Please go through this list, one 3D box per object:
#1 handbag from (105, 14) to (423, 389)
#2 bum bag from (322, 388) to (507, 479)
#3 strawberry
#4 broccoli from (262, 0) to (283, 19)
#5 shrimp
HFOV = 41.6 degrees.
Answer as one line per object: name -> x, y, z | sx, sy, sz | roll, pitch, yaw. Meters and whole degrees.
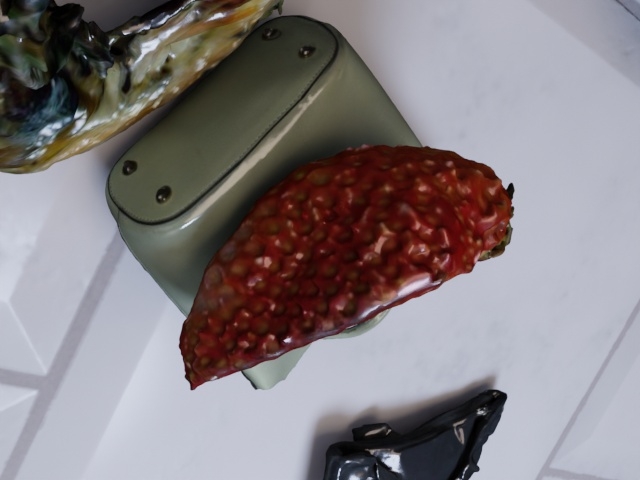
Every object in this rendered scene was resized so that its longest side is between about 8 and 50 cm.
handbag -> 0.000, 0.000, 0.660 | 0.241, 0.109, 0.315 | -44, 133, -7
bum bag -> 0.100, 0.233, 0.870 | 0.248, 0.060, 0.123 | -10, 117, -31
strawberry -> 0.015, -0.001, 0.550 | 0.236, 0.175, 0.106 | -22, 86, -32
broccoli -> -0.063, -0.215, 0.510 | 0.118, 0.122, 0.204 | -58, 150, -24
shrimp -> -0.094, -0.110, 0.405 | 0.233, 0.365, 0.071 | -32, 91, -2
